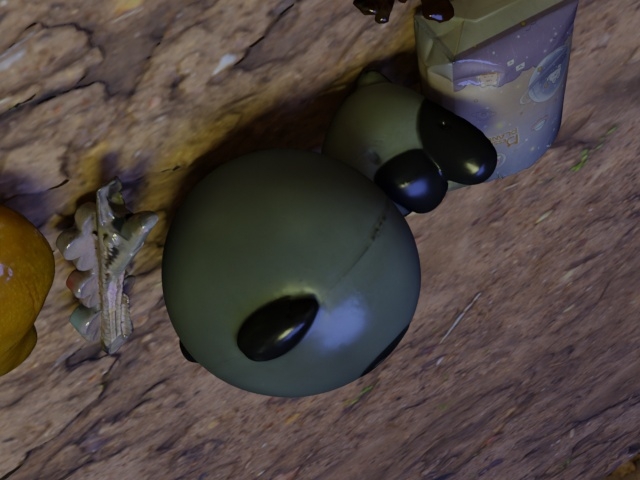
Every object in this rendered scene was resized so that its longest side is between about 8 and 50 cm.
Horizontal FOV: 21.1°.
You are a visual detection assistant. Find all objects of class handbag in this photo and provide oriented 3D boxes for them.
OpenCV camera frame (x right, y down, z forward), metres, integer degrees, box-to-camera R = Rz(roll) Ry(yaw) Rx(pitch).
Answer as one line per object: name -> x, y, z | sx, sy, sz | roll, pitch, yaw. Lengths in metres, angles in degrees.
handbag -> 0.125, -0.119, 1.274 | 0.117, 0.095, 0.173 | -26, 146, -14

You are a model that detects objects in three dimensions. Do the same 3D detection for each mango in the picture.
mango -> -0.219, 0.038, 1.102 | 0.098, 0.075, 0.190 | -21, 158, -21

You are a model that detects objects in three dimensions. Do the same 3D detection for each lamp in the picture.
lamp -> 0.000, 0.000, 1.211 | 0.244, 0.198, 0.198 | -45, 160, -20

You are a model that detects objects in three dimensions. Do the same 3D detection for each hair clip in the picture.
hair clip -> -0.150, 0.018, 1.191 | 0.062, 0.056, 0.214 | -44, 170, -27

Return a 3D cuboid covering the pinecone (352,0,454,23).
pinecone -> 0.054, -0.197, 0.928 | 0.163, 0.163, 0.165 | -16, 136, -39
